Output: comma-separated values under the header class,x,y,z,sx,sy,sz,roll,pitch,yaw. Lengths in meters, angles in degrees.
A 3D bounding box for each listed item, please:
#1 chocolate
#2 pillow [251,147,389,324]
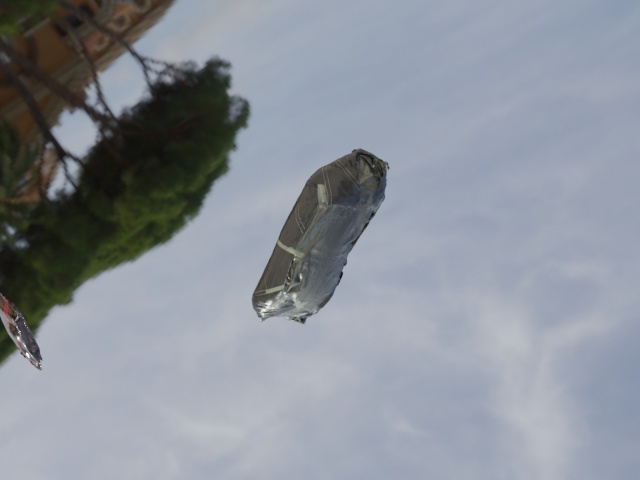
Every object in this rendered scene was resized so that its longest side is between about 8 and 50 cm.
class,x,y,z,sx,sy,sz,roll,pitch,yaw
chocolate,-0.514,0.149,1.759,0.028,0.182,0.086,-38,-122,-25
pillow,0.000,0.000,1.713,0.092,0.161,0.335,42,-62,37
